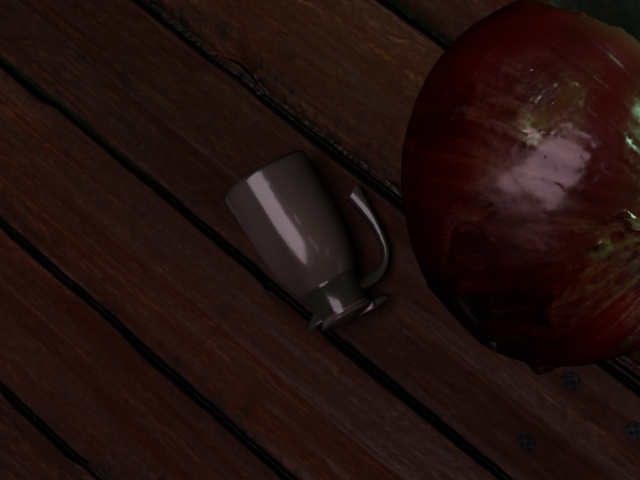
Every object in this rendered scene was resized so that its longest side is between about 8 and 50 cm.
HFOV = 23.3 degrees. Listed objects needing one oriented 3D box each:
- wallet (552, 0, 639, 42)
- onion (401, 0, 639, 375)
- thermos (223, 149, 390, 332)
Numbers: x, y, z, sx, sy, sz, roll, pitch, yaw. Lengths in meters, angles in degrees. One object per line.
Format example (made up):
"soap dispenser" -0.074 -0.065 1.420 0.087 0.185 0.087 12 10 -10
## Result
"wallet" 0.291 -0.284 1.579 0.169 0.044 0.317 -17 82 29
"onion" 0.231 -0.037 1.424 0.341 0.341 0.341 1 91 26
"thermos" 0.000 0.000 1.701 0.137 0.105 0.193 -30 81 -9
